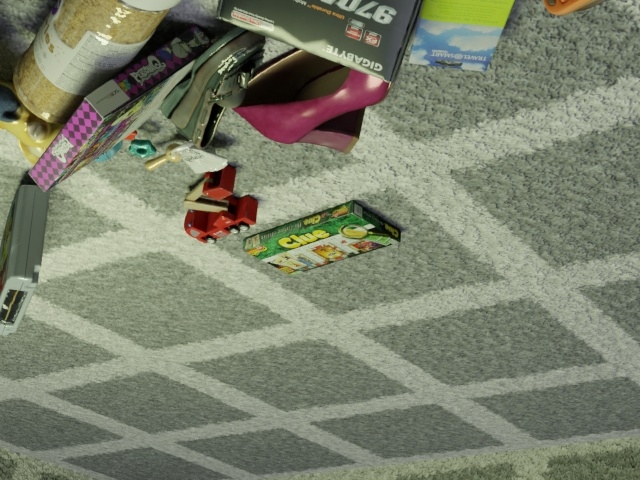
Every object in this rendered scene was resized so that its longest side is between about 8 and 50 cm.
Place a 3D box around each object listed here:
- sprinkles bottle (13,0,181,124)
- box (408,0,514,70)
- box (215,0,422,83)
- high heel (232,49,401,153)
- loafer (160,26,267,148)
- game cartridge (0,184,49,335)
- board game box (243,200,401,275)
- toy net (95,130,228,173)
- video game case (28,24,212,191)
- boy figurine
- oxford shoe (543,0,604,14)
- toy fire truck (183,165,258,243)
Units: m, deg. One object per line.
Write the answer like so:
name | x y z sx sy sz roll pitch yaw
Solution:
sprinkles bottle | -0.268 -0.267 1.343 0.121 0.121 0.355 18 151 -26
box | 0.172 -0.278 1.344 0.109 0.042 0.178 6 154 -2
box | 0.006 -0.290 1.210 0.220 0.051 0.175 21 133 3
high heel | -0.002 -0.229 1.391 0.181 0.127 0.377 16 148 -8
loafer | -0.127 -0.204 1.462 0.096 0.084 0.267 -34 -179 -31
game cartridge | -0.520 0.028 1.895 0.060 0.196 0.294 13 153 -18
board game box | 0.000 0.000 1.953 0.260 0.030 0.136 -19 144 38
toy net | -0.254 -0.151 1.670 0.232 0.045 0.122 5 152 -4
video game case | -0.268 -0.173 1.462 0.042 0.210 0.232 50 143 -5
boy figurine | -0.443 -0.179 1.548 0.177 0.092 0.285 29 175 19
oxford shoe | 0.378 -0.329 1.121 0.133 0.130 0.364 13 153 -31
toy fire truck | -0.180 -0.057 1.841 0.192 0.047 0.135 -19 145 41
